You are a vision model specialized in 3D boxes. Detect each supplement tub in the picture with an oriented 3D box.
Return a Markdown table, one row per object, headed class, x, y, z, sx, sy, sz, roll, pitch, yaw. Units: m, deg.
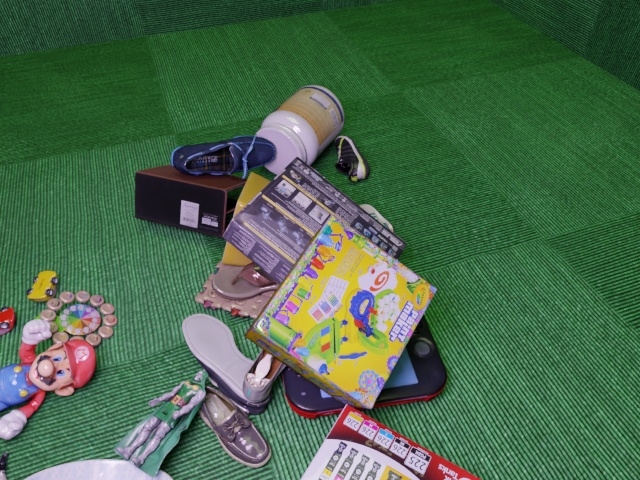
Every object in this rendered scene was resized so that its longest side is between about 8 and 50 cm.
| class | x | y | z | sx | sy | sz | roll | pitch | yaw |
| --- | --- | --- | --- | --- | --- | --- | --- | --- | --- |
| supplement tub | -0.075 | -0.394 | 1.798 | 0.229 | 0.228 | 0.316 | 21 | 48 | 20 |

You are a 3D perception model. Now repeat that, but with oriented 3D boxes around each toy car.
| class | x | y | z | sx | sy | sz | roll | pitch | yaw |
| --- | --- | --- | --- | --- | --- | --- | --- | --- | --- |
| toy car | -0.749 | 0.204 | 1.323 | 0.225 | 0.053 | 0.239 | 24 | 51 | 22 |

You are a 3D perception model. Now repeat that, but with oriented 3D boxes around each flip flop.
| class | x | y | z | sx | sy | sz | roll | pitch | yaw |
| --- | --- | --- | --- | --- | --- | --- | --- | --- | --- |
| flip flop | -0.155 | 0.095 | 1.355 | 0.278 | 0.080 | 0.112 | -3 | 45 | -8 |

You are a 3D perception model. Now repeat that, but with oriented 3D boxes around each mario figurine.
| class | x | y | z | sx | sy | sz | roll | pitch | yaw |
| --- | --- | --- | --- | --- | --- | --- | --- | --- | --- |
| mario figurine | -0.675 | 0.308 | 1.123 | 0.321 | 0.197 | 0.170 | -20 | 26 | -12 |

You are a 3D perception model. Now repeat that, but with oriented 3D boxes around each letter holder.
| class | x | y | z | sx | sy | sz | roll | pitch | yaw |
| --- | --- | --- | --- | --- | --- | --- | --- | --- | --- |
| letter holder | -0.399 | -0.138 | 1.597 | 0.302 | 0.151 | 0.214 | 12 | 20 | 12 |

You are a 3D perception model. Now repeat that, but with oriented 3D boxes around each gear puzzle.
| class | x | y | z | sx | sy | sz | roll | pitch | yaw |
| --- | --- | --- | --- | --- | --- | --- | --- | --- | --- |
| gear puzzle | -0.157 | 0.159 | 1.380 | 0.339 | 0.044 | 0.175 | 14 | 45 | 10 |

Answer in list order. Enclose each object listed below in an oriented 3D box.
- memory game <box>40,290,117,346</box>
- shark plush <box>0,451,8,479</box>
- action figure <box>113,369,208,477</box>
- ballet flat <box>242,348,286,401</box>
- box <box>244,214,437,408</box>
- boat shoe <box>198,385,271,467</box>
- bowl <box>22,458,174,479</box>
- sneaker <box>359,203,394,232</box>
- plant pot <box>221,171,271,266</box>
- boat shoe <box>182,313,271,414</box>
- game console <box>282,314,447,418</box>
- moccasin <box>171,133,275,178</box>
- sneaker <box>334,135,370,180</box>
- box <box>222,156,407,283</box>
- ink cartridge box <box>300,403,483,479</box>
| class | x | y | z | sx | sy | sz | roll | pitch | yaw |
| --- | --- | --- | --- | --- | --- | --- | --- | --- | --- |
| memory game | -0.625 | 0.203 | 1.298 | 0.186 | 0.012 | 0.186 | 20 | 37 | -16 |
| shark plush | -0.684 | 0.510 | 1.017 | 0.067 | 0.073 | 0.161 | -27 | 48 | 16 |
| action figure | -0.323 | 0.372 | 1.071 | 0.137 | 0.063 | 0.232 | 15 | 46 | 31 |
| ballet flat | -0.107 | 0.265 | 1.132 | 0.072 | 0.068 | 0.213 | 21 | 44 | 11 |
| box | 0.040 | 0.156 | 1.069 | 0.279 | 0.177 | 0.289 | 36 | 68 | -2 |
| boat shoe | -0.200 | 0.406 | 1.102 | 0.224 | 0.073 | 0.080 | 34 | 56 | 31 |
| bowl | -0.412 | 0.530 | 0.900 | 0.290 | 0.289 | 0.155 | 6 | 89 | 7 |
| sneaker | 0.155 | -0.056 | 1.578 | 0.075 | 0.057 | 0.161 | -24 | 52 | -30 |
| plant pot | -0.154 | -0.043 | 1.452 | 0.187 | 0.212 | 0.212 | 16 | 30 | -6 |
| boat shoe | -0.234 | 0.296 | 1.200 | 0.114 | 0.091 | 0.302 | -22 | 49 | -34 |
| game console | 0.089 | 0.254 | 1.241 | 0.387 | 0.060 | 0.341 | -5 | 50 | -9 |
| moccasin | -0.291 | -0.248 | 1.584 | 0.342 | 0.137 | 0.117 | -18 | 32 | -26 |
| sneaker | 0.090 | -0.299 | 1.803 | 0.097 | 0.084 | 0.234 | -19 | 48 | -16 |
| box | 0.000 | 0.000 | 1.295 | 0.395 | 0.097 | 0.318 | 38 | 47 | -2 |
| ink cartridge box | 0.116 | 0.520 | 0.950 | 0.310 | 0.130 | 0.271 | 23 | 50 | 21 |
